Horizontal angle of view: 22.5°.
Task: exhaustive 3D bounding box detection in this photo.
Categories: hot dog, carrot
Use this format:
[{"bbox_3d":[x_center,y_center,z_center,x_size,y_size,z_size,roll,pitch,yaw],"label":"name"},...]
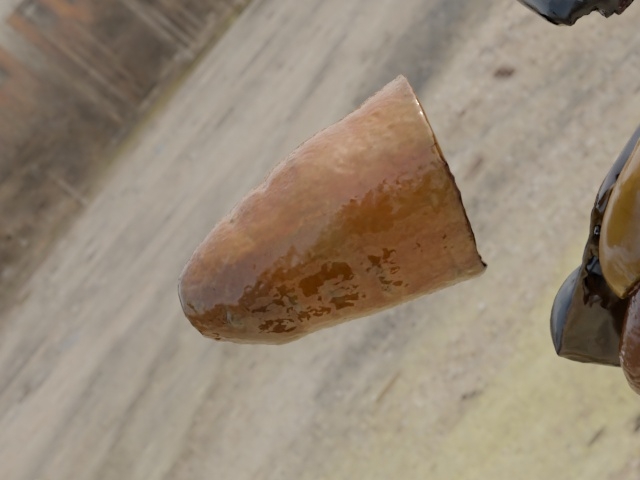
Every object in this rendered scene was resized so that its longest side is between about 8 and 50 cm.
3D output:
[{"bbox_3d":[0.288,-0.002,1.116,0.107,0.194,0.326,-71,-3,-58],"label":"hot dog"},{"bbox_3d":[0.000,0.000,1.183,0.225,0.159,0.159,-29,11,2],"label":"carrot"}]

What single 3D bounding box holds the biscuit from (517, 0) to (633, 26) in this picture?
[{"bbox_3d":[0.202,-0.221,0.948,0.235,0.063,0.151,-50,24,13],"label":"biscuit"}]
